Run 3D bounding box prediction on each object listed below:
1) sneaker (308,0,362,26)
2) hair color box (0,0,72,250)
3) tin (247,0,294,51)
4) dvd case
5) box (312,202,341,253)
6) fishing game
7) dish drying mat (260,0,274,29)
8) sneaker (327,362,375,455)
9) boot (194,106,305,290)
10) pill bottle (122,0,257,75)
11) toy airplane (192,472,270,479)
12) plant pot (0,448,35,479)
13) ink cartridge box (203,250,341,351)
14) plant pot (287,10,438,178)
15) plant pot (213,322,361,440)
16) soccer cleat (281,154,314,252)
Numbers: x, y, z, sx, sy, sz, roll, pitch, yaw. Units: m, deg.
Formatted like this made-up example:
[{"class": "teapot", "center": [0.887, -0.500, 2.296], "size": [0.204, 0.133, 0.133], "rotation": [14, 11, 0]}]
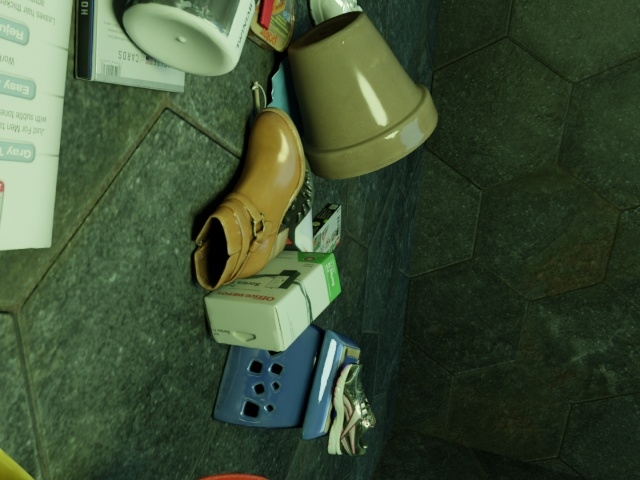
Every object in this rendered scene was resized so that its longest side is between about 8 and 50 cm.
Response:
[{"class": "sneaker", "center": [0.051, -0.441, 1.232], "size": [0.111, 0.129, 0.297], "rotation": [-56, 150, -47]}, {"class": "hair color box", "center": [-0.276, -0.179, 0.409], "size": [0.185, 0.113, 0.375], "rotation": [-11, 110, -70]}, {"class": "tin", "center": [-0.093, -0.376, 0.979], "size": [0.189, 0.040, 0.106], "rotation": [2, 94, -72]}, {"class": "dvd case", "center": [-0.207, -0.298, 0.688], "size": [0.179, 0.029, 0.239], "rotation": [-25, 124, -69]}, {"class": "box", "center": [0.000, 0.000, 1.472], "size": [0.207, 0.036, 0.114], "rotation": [-50, 146, -57]}, {"class": "fishing game", "center": [-0.055, -0.270, 1.152], "size": [0.264, 0.041, 0.189], "rotation": [-50, 146, -43]}, {"class": "dish drying mat", "center": [-0.082, -0.378, 0.944], "size": [0.032, 0.008, 0.083], "rotation": [4, 96, -72]}, {"class": "sneaker", "center": [0.066, 0.309, 1.096], "size": [0.072, 0.077, 0.178], "rotation": [-22, 120, -71]}, {"class": "boot", "center": [-0.126, -0.069, 0.980], "size": [0.220, 0.109, 0.284], "rotation": [-31, 137, -61]}, {"class": "pill bottle", "center": [-0.121, -0.323, 0.674], "size": [0.130, 0.130, 0.246], "rotation": [51, 52, -67]}, {"class": "toy airplane", "center": [-0.259, 0.406, 0.640], "size": [0.386, 0.272, 0.384], "rotation": [-48, 162, 24]}, {"class": "plant pot", "center": [-0.318, 0.173, 0.311], "size": [0.239, 0.254, 0.254], "rotation": [-50, 150, -27]}, {"class": "ink cartridge box", "center": [-0.080, 0.097, 1.050], "size": [0.208, 0.153, 0.087], "rotation": [-41, 127, -53]}, {"class": "plant pot", "center": [0.052, -0.276, 1.089], "size": [0.229, 0.263, 0.263], "rotation": [61, 37, -29]}, {"class": "plant pot", "center": [-0.050, 0.267, 1.190], "size": [0.236, 0.212, 0.236], "rotation": [44, 59, -69]}, {"class": "soccer cleat", "center": [-0.063, -0.044, 1.186], "size": [0.116, 0.108, 0.318], "rotation": [-91, 179, -61]}]
